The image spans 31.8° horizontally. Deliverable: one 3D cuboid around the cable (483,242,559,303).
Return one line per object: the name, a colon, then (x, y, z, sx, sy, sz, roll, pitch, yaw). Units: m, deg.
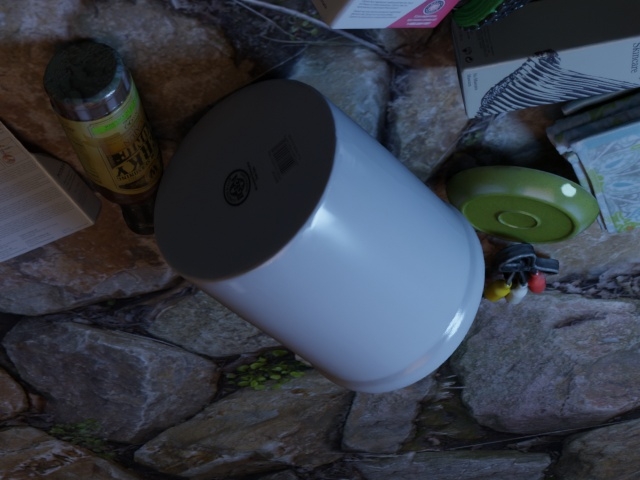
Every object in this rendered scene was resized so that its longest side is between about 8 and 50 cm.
cable: (0.354, 0.058, 1.915, 0.139, 0.072, 0.287, -11, 170, 2)

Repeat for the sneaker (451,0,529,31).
sneaker: (0.217, -0.355, 1.250, 0.134, 0.146, 0.343, -33, 171, -21)

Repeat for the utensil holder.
utensil holder: (0.000, 0.000, 1.588, 0.327, 0.327, 0.385, -24, 142, 26)

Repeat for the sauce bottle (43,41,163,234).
sauce bottle: (-0.276, -0.125, 1.538, 0.111, 0.111, 0.344, -8, 150, 4)

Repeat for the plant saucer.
plant saucer: (0.311, -0.046, 1.753, 0.241, 0.037, 0.241, 12, 159, 5)

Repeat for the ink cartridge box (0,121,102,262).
ink cartridge box: (-0.465, -0.084, 1.645, 0.189, 0.066, 0.232, -20, 125, 22)

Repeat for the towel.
towel: (0.551, -0.151, 1.664, 0.374, 0.090, 0.320, -18, 149, 18)

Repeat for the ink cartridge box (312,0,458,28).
ink cartridge box: (0.107, -0.318, 1.082, 0.172, 0.100, 0.237, -12, 155, -45)

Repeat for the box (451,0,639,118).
box: (0.313, -0.247, 1.454, 0.275, 0.094, 0.113, -10, 148, 8)
